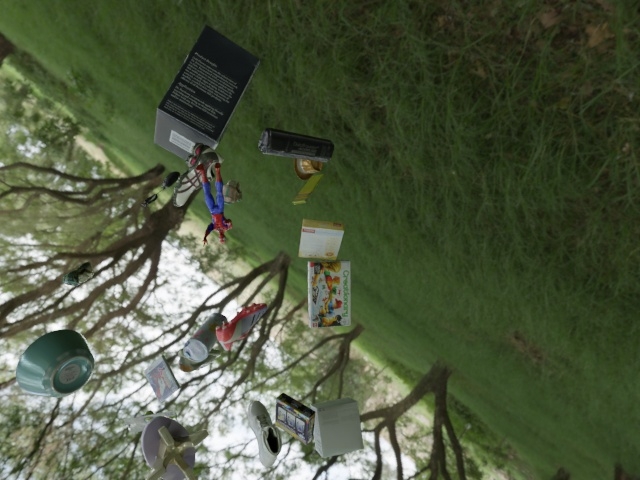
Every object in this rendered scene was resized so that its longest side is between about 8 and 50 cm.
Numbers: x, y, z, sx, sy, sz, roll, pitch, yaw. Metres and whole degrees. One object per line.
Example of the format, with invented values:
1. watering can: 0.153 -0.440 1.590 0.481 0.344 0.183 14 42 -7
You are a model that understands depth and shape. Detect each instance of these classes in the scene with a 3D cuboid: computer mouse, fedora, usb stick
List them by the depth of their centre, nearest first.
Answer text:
1. usb stick: -0.066 -0.288 1.268 0.278 0.077 0.045 -2 -152 -44
2. fedora: -0.044 -0.364 1.903 0.079 0.194 0.194 17 165 29
3. computer mouse: -0.781 -0.257 2.022 0.071 0.242 0.041 16 149 43

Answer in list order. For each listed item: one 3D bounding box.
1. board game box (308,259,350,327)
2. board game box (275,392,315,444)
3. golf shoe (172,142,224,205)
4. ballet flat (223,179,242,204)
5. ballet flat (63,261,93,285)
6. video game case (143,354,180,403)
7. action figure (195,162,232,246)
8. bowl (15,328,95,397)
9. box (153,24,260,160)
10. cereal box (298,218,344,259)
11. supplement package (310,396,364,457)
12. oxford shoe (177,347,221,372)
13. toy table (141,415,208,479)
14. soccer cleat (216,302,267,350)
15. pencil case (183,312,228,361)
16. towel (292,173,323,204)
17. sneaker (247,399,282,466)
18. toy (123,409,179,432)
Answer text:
1. board game box: 0.041 0.245 1.917 0.193 0.305 0.053 -2 -177 -14
2. board game box: -0.103 0.715 1.669 0.170 0.141 0.048 19 -154 32
3. golf shoe: -0.471 -0.231 1.568 0.120 0.273 0.105 26 -158 -16
4. ballet flat: -0.427 -0.239 2.015 0.108 0.106 0.316 13 -172 -11
5. ballet flat: -0.950 0.138 1.660 0.070 0.070 0.188 37 -167 -12
6. video game case: -0.857 0.749 2.239 0.201 0.183 0.023 56 -156 13
7. action figure: -0.343 -0.094 1.343 0.139 0.092 0.280 -98 4 -56
8. bowl: -1.151 0.573 1.859 0.163 0.311 0.311 15 164 30
9. box: -0.566 -0.667 2.028 0.297 0.471 0.480 29 164 -18
10. cereal box: 0.000 0.000 1.776 0.173 0.047 0.240 6 146 -4
11. supplement package: 0.071 0.840 1.879 0.194 0.203 0.149 -4 168 -15
12. oxford shoe: -0.729 0.709 2.490 0.169 0.130 0.449 6 171 8
13. toy table: -0.564 0.816 1.599 0.274 0.252 0.161 53 146 -15
14. soccer cleat: -0.288 0.314 1.560 0.083 0.248 0.095 -5 106 36
15. pencil case: -0.523 0.442 1.912 0.113 0.124 0.273 42 -159 -5
16. towel: -0.067 -0.297 2.407 0.102 0.237 0.021 -1 136 42
17. sneaker: -0.242 0.834 1.860 0.108 0.169 0.292 -4 -130 -29
18. toy: -0.843 0.892 2.084 0.056 0.237 0.136 -104 13 -51
